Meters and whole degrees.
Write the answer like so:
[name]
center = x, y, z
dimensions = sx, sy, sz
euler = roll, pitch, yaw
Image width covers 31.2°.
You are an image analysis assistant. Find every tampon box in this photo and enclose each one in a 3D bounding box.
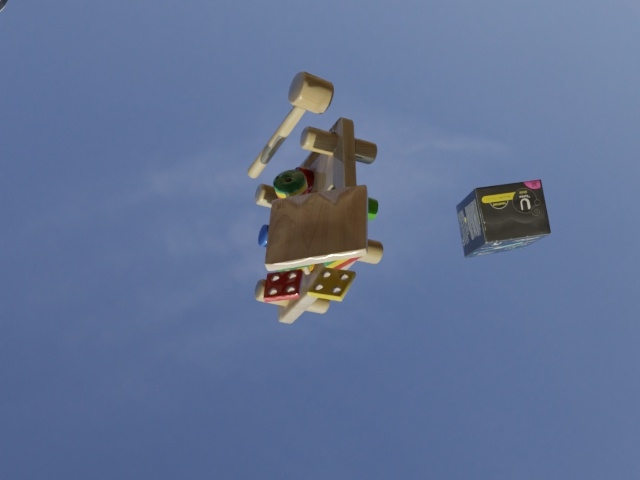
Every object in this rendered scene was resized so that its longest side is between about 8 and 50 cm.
[tampon box]
center = 0.321, -0.038, 2.036
dimensions = 0.120, 0.161, 0.101
euler = -8, -98, -8

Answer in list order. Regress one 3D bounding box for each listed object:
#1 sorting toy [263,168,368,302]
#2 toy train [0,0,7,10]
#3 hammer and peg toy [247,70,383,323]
[sorting toy]
center = 0.000, 0.000, 1.496
dimensions = 0.132, 0.046, 0.274
euler = -10, -141, 11
[toy train]
center = -0.568, -0.486, 1.880
dimensions = 0.190, 0.334, 0.142
euler = -42, -103, -3
[hammer and peg toy]
center = -0.011, -0.072, 1.857
dimensions = 0.127, 0.266, 0.361
euler = 12, -124, -23
